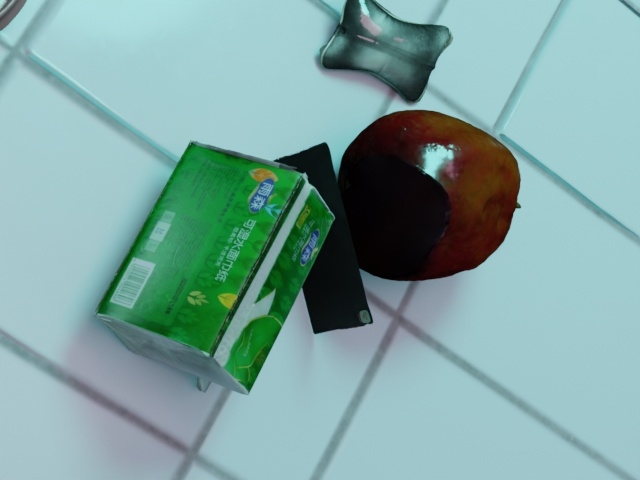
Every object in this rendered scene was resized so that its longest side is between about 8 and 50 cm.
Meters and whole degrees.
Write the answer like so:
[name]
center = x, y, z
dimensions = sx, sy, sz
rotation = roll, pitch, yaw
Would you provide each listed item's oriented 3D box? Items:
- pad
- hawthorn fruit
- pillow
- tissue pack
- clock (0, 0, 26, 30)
[pad]
center = 0.000, 0.000, 1.652
dimensions = 0.004, 0.116, 0.193
rotation = -15, 89, -34
[hawthorn fruit]
center = 0.129, -0.048, 1.684
dimensions = 0.251, 0.189, 0.189
rotation = -3, 84, -34
[pillow]
center = 0.072, -0.212, 1.747
dimensions = 0.136, 0.055, 0.091
rotation = 22, 77, -19
[tissue pack]
center = -0.093, 0.037, 1.597
dimensions = 0.209, 0.148, 0.156
rotation = -63, 149, -19
[clock]
center = -0.389, -0.299, 1.545
dimensions = 0.244, 0.056, 0.244
rotation = 3, 83, -27
